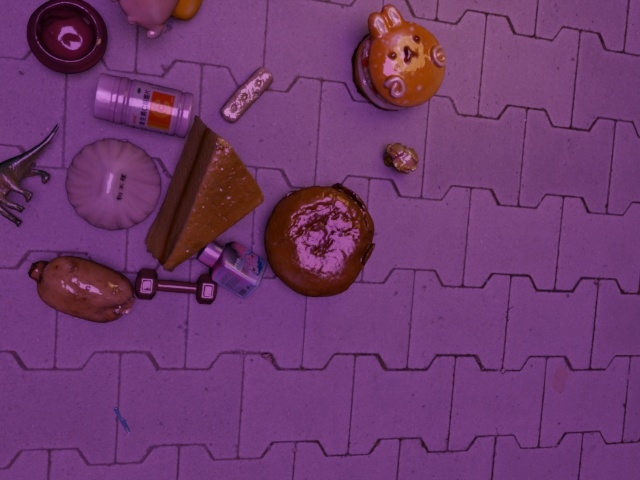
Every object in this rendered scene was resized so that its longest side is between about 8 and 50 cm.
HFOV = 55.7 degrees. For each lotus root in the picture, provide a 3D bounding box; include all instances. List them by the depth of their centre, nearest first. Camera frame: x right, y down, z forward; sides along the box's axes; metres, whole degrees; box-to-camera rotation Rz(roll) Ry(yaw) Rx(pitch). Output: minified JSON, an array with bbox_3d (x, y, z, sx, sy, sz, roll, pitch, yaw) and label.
[{"bbox_3d":[-0.652,0.130,1.656,0.284,0.146,0.160,25,88,-13],"label":"lotus root"}]

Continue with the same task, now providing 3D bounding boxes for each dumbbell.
[{"bbox_3d":[-0.418,0.134,1.756,0.231,0.082,0.092,6,92,-16],"label":"dumbbell"}]

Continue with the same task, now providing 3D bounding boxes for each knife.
[{"bbox_3d":[-0.583,0.530,1.783,0.014,0.005,0.091,-26,101,-10],"label":"knife"}]

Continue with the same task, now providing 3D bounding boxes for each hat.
[{"bbox_3d":[-0.677,-0.546,1.625,0.206,0.089,0.205,-1,94,-20],"label":"hat"}]

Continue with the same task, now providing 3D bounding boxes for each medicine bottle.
[{"bbox_3d":[-0.485,-0.371,1.671,0.250,0.133,0.133,12,91,-16],"label":"medicine bottle"},{"bbox_3d":[-0.261,0.071,1.768,0.188,0.119,0.094,34,129,-15],"label":"medicine bottle"}]

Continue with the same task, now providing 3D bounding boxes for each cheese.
[{"bbox_3d":[-0.218,-0.429,1.786,0.065,0.043,0.194,42,85,-10],"label":"cheese"}]

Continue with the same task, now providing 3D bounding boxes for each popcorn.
[{"bbox_3d":[0.256,-0.259,1.904,0.109,0.097,0.089,18,103,10],"label":"popcorn"}]

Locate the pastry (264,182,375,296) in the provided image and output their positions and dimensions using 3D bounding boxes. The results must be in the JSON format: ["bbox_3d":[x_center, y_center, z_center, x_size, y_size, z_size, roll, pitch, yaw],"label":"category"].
[{"bbox_3d":[0.000,0.000,1.821,0.356,0.164,0.355,-2,98,-15],"label":"pastry"}]

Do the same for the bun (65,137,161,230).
[{"bbox_3d":[-0.564,-0.151,1.647,0.263,0.175,0.263,-2,97,-15],"label":"bun"}]

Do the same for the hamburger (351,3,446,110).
[{"bbox_3d":[0.238,-0.549,1.829,0.261,0.186,0.302,-24,98,-13],"label":"hamburger"}]

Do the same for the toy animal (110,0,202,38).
[{"bbox_3d":[-0.459,-0.714,1.619,0.247,0.277,0.345,26,75,12],"label":"toy animal"}]

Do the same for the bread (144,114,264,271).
[{"bbox_3d":[-0.371,-0.112,1.648,0.362,0.233,0.245,-41,129,-6],"label":"bread"}]

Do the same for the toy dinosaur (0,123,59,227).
[{"bbox_3d":[-0.906,-0.173,1.604,0.301,0.087,0.447,30,84,-9],"label":"toy dinosaur"}]
